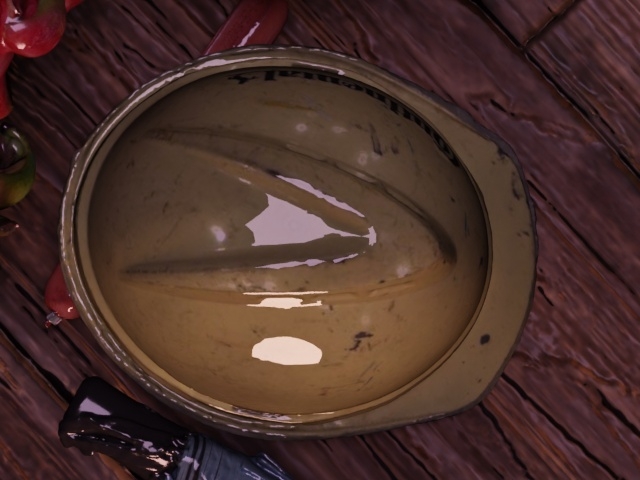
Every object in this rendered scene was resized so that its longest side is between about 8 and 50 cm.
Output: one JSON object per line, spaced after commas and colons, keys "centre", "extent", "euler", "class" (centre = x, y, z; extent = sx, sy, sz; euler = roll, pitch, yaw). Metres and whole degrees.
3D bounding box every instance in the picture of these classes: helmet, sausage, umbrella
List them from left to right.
{"centre": [-0.081, -0.047, 0.992], "extent": [0.029, 0.029, 0.223], "euler": [34, 83, 0], "class": "sausage"}
{"centre": [-0.019, 0.144, 0.966], "extent": [0.250, 0.052, 0.053], "euler": [32, 39, 1], "class": "umbrella"}
{"centre": [0.005, 0.000, 0.922], "extent": [0.257, 0.137, 0.204], "euler": [6, 87, -12], "class": "helmet"}

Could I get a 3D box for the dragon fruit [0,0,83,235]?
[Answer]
{"centre": [-0.223, -0.116, 0.921], "extent": [0.218, 0.198, 0.273], "euler": [-1, 108, -32], "class": "dragon fruit"}
